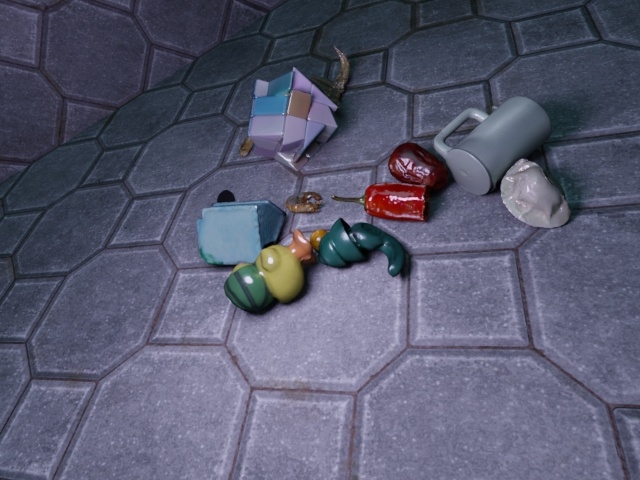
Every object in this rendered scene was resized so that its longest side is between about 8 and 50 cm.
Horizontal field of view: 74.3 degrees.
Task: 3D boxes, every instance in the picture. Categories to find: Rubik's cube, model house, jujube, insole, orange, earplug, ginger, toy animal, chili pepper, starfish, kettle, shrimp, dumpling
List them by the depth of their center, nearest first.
[{"bbox_3d":[0.677,-0.140,1.350,0.172,0.142,0.247,-37,69,12],"label":"dumpling"},{"bbox_3d":[-0.160,0.125,1.427,0.338,0.216,0.191,-31,74,0],"label":"toy animal"},{"bbox_3d":[0.129,0.034,1.437,0.280,0.164,0.258,-26,83,16],"label":"earplug"},{"bbox_3d":[0.598,-0.351,1.480,0.318,0.265,0.205,-41,8,-10],"label":"kettle"},{"bbox_3d":[0.219,-0.144,1.529,0.338,0.135,0.131,2,40,19],"label":"chili pepper"},{"bbox_3d":[0.000,0.000,1.543,0.083,0.070,0.083,-31,27,18],"label":"orange"},{"bbox_3d":[0.360,-0.266,1.568,0.155,0.155,0.230,-38,53,-11],"label":"jujube"},{"bbox_3d":[-0.294,-0.044,1.644,0.280,0.230,0.249,0,11,19],"label":"model house"},{"bbox_3d":[-0.059,-0.162,1.716,0.187,0.052,0.132,17,60,36],"label":"shrimp"},{"bbox_3d":[-0.134,-0.516,1.864,0.367,0.358,0.388,10,78,-14],"label":"Rubik's cube"},{"bbox_3d":[-0.407,-0.150,1.881,0.086,0.005,0.253,-31,47,-4],"label":"insole"},{"bbox_3d":[-0.310,-0.529,2.114,0.131,0.086,0.295,24,72,25],"label":"ginger"},{"bbox_3d":[0.022,-0.798,2.167,0.383,0.132,0.398,7,68,36],"label":"starfish"}]
